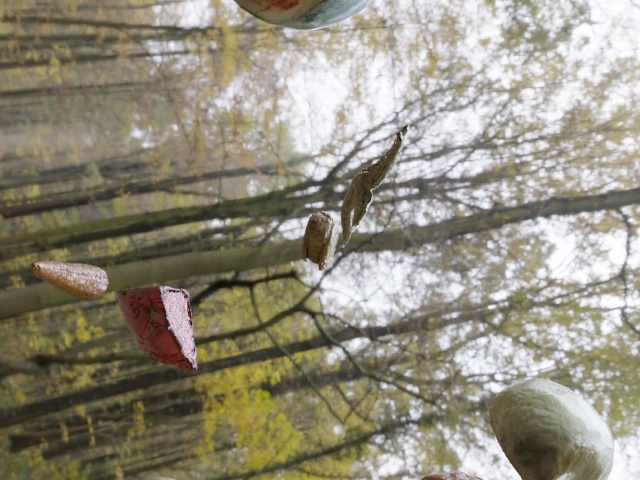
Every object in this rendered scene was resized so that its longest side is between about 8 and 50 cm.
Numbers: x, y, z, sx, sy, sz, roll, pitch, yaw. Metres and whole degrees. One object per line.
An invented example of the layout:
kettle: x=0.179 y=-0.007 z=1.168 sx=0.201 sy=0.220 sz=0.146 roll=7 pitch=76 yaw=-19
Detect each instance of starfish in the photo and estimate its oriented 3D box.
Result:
starfish: x=0.068 y=-0.075 z=1.050 sx=0.217 sy=0.050 sz=0.224 roll=-74 pitch=-173 yaw=-56

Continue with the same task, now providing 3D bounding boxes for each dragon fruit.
dragon fruit: x=-0.282 y=0.153 z=1.216 sx=0.120 sy=0.127 sz=0.161 roll=16 pitch=59 yaw=-71

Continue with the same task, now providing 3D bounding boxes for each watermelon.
watermelon: x=-0.035 y=-0.428 z=1.195 sx=0.175 sy=0.188 sz=0.322 roll=-48 pitch=-125 yaw=21

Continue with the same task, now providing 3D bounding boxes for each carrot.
carrot: x=-0.314 y=0.044 z=0.893 sx=0.216 sy=0.048 sz=0.048 roll=77 pitch=-1 yaw=-81

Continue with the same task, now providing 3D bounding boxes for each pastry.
pastry: x=0.000 y=0.000 z=1.348 sx=0.097 sy=0.057 sz=0.109 roll=15 pitch=91 yaw=-81

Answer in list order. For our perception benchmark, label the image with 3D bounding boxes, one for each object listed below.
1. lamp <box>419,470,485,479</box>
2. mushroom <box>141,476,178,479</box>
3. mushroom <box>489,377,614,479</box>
lamp: x=0.240 y=0.511 z=1.264 sx=0.223 sy=0.223 sz=0.197 roll=-129 pitch=-143 yaw=-50
mushroom: x=-0.333 y=0.589 z=1.473 sx=0.206 sy=0.209 sz=0.206 roll=38 pitch=-20 yaw=16
mushroom: x=0.479 y=0.417 z=1.483 sx=0.189 sy=0.164 sz=0.267 roll=-35 pitch=-99 yaw=30
